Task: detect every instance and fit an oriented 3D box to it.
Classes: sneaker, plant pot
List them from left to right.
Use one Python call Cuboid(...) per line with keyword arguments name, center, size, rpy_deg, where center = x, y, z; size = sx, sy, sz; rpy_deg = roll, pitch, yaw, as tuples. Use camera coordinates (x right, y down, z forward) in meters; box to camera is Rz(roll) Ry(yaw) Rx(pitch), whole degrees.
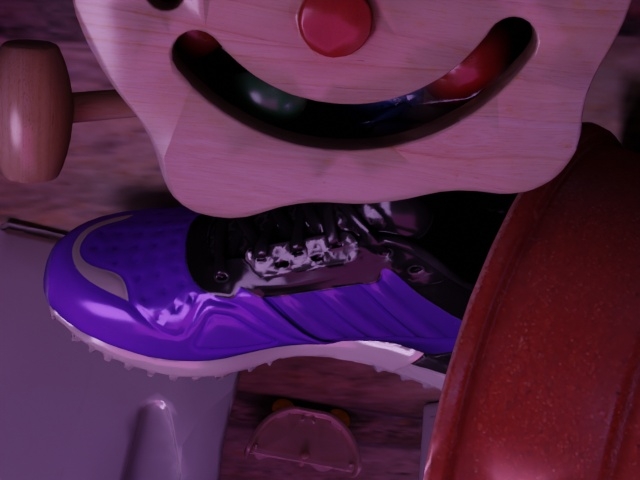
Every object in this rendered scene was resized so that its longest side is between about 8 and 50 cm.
Cuboid(name="sneaker", center=(0.000, -0.001, 0.667), size=(0.293, 0.102, 0.146), rpy_deg=(4, 140, -4))
Cuboid(name="plant pot", center=(0.217, 0.105, 0.554), size=(0.265, 0.272, 0.272), rpy_deg=(14, 148, 25))

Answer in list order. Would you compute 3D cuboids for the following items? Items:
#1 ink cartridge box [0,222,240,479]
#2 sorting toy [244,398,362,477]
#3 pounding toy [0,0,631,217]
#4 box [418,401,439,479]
Cuboid(name="ink cartridge box", center=(-0.181, 0.220, 0.831), size=(0.166, 0.285, 0.395), rpy_deg=(14, 143, -8))
Cuboid(name="sorting toy", center=(-0.016, 0.152, 0.920), size=(0.083, 0.044, 0.075), rpy_deg=(12, 151, -7))
Cuboid(name="pounding toy", center=(-0.016, -0.110, 0.537), size=(0.270, 0.155, 0.154), rpy_deg=(-5, 115, 1))
Cuboid(name="box", center=(0.130, 0.171, 0.876), size=(0.102, 0.087, 0.101), rpy_deg=(-7, 141, 19))
